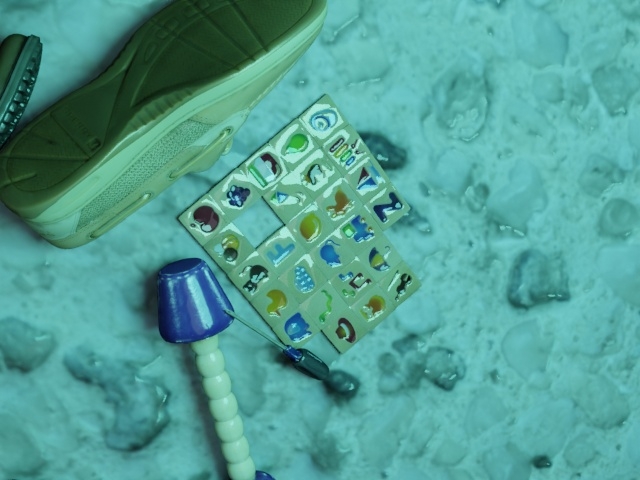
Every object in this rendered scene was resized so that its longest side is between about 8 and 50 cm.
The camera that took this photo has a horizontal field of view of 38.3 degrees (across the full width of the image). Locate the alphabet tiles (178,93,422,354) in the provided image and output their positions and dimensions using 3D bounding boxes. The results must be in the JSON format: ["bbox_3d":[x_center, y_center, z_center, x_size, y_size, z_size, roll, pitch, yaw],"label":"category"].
[{"bbox_3d":[0.000,0.000,0.970,0.198,0.009,0.237,-40,112,-6],"label":"alphabet tiles"}]

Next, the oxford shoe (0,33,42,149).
[{"bbox_3d":[-0.326,-0.096,0.802,0.096,0.083,0.227,35,86,-12],"label":"oxford shoe"}]

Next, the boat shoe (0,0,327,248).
[{"bbox_3d":[-0.135,-0.123,0.853,0.341,0.121,0.110,-35,148,-5],"label":"boat shoe"}]

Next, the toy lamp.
[{"bbox_3d":[-0.105,0.151,0.933,0.080,0.080,0.275,-17,107,-14],"label":"toy lamp"}]

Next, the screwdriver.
[{"bbox_3d":[-0.043,0.103,0.944,0.170,0.024,0.025,44,41,-40],"label":"screwdriver"}]

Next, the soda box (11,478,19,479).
[{"bbox_3d":[-0.193,0.318,0.932,0.263,0.092,0.083,17,96,-21],"label":"soda box"}]
